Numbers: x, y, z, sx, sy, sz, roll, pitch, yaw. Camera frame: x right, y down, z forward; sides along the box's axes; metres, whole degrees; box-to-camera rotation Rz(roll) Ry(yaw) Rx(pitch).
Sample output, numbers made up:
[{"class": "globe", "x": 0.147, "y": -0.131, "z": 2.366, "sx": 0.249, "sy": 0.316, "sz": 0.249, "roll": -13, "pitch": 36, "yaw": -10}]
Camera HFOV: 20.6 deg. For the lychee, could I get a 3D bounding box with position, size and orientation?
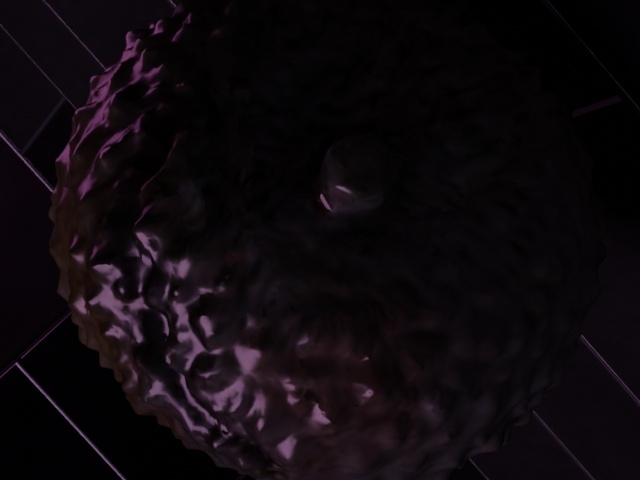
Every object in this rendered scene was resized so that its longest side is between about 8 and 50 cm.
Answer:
[{"class": "lychee", "x": 0.000, "y": 0.000, "z": 0.819, "sx": 0.255, "sy": 0.255, "sz": 0.274, "roll": 46, "pitch": 159, "yaw": 1}]
